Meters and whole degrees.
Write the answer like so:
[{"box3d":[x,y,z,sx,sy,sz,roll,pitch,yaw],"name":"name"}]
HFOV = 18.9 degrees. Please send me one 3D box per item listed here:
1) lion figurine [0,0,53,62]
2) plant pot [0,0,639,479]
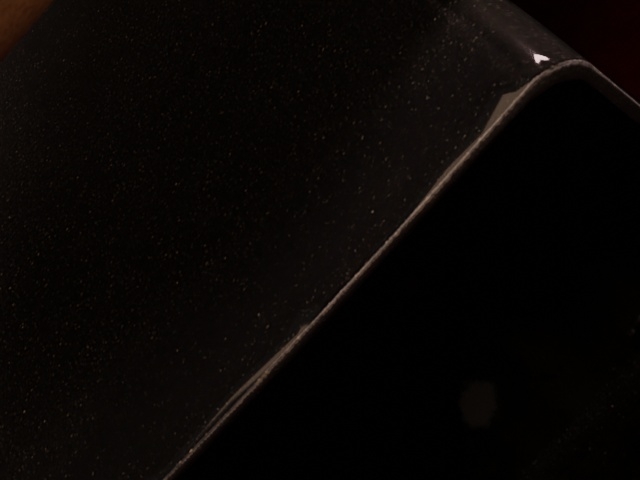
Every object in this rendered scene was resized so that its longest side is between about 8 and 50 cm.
[{"box3d":[-0.118,-0.099,0.632,0.392,0.142,0.240,-45,74,9],"name":"lion figurine"},{"box3d":[0.000,0.000,0.542,0.187,0.188,0.167,-48,54,13],"name":"plant pot"}]
